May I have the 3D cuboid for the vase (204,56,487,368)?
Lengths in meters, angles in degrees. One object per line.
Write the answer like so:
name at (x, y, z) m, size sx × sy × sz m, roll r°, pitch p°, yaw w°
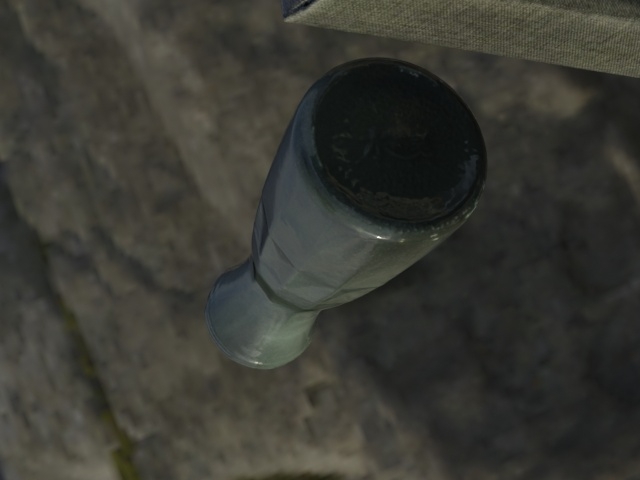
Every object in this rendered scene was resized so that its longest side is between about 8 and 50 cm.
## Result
vase at (0.000, 0.000, 0.914) m, size 0.086 × 0.086 × 0.214 m, roll 62°, pitch 154°, yaw 13°

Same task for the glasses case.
glasses case at (0.074, -0.104, 0.707) m, size 0.047 × 0.205 × 0.071 m, roll -29°, pitch 64°, yaw 47°
